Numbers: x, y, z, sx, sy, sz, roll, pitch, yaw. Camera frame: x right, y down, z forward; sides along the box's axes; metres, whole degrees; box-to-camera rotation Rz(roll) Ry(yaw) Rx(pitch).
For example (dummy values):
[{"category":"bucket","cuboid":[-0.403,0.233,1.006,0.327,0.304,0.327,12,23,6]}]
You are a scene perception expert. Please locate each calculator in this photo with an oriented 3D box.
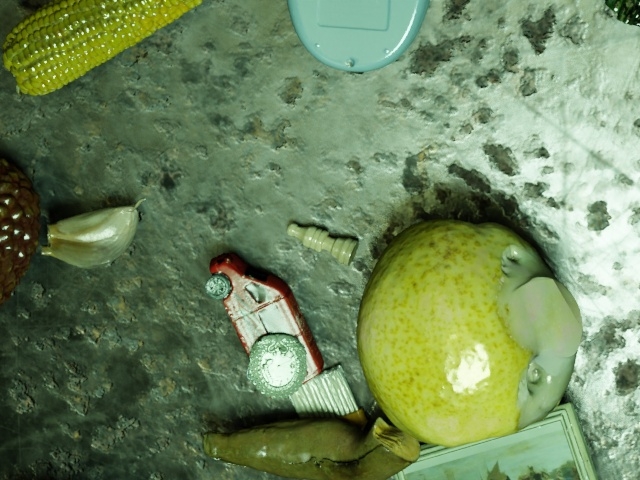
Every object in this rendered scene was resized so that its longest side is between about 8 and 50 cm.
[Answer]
[{"category":"calculator","cuboid":[0.047,-0.353,1.283,0.188,0.042,0.302,6,106,13]}]

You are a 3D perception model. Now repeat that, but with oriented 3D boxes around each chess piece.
[{"category":"chess piece","cuboid":[0.000,0.000,1.375,0.092,0.035,0.035,22,106,12]}]

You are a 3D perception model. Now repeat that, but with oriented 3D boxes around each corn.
[{"category":"corn","cuboid":[-0.282,-0.274,1.350,0.310,0.101,0.101,-26,94,19]}]

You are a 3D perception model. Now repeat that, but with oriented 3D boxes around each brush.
[{"category":"brush","cuboid":[0.054,0.319,1.438,0.090,0.017,0.314,-23,96,20]}]

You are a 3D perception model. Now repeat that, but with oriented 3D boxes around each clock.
[{"category":"clock","cuboid":[-0.053,0.158,1.353,0.074,0.010,0.083,-2,95,-6]}]

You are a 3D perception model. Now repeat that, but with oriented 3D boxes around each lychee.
[{"category":"lychee","cuboid":[-0.490,-0.002,1.396,0.271,0.236,0.236,-39,90,-8]}]

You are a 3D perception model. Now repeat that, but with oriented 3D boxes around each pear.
[{"category":"pear","cuboid":[0.163,0.104,1.244,0.271,0.271,0.271,3,102,13]}]

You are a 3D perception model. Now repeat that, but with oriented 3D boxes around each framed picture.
[{"category":"framed picture","cuboid":[0.221,0.335,1.332,0.274,0.017,0.217,-26,74,31]}]

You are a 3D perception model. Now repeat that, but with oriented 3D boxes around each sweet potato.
[{"category":"sweet potato","cuboid":[-0.011,0.260,1.380,0.286,0.112,0.085,3,60,20]}]

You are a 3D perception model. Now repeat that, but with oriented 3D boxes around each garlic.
[{"category":"garlic","cuboid":[-0.292,-0.002,1.421,0.152,0.084,0.066,-12,68,-3]}]

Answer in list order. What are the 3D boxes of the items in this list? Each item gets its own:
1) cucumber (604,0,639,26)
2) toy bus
[{"category":"cucumber","cuboid":[0.368,-0.369,1.184,0.077,0.077,0.265,12,105,11]},{"category":"toy bus","cuboid":[-0.073,0.099,1.390,0.089,0.081,0.195,-25,95,8]}]
